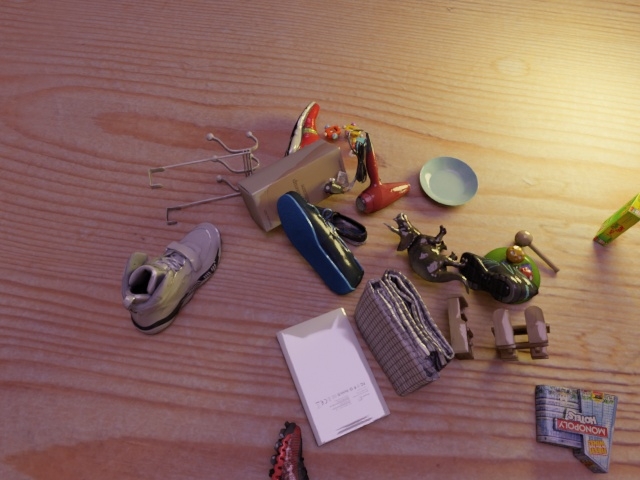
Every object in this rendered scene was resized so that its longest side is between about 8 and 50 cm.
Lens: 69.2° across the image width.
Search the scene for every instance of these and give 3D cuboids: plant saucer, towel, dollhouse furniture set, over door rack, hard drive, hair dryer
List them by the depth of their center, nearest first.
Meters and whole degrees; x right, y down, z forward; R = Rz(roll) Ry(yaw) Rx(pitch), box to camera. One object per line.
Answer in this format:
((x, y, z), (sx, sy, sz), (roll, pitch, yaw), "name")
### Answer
((0.213, 0.240, 1.204), (0.121, 0.235, 0.283), (-25, 67, -20), "towel")
((0.476, 0.223, 1.240), (0.242, 0.212, 0.161), (-10, 62, 23), "dollhouse furniture set")
((0.028, 0.355, 1.242), (0.203, 0.040, 0.307), (-19, 66, -12), "hard drive")
((-0.343, -0.197, 1.391), (0.324, 0.239, 0.108), (-24, 69, -15), "over door rack")
((0.170, -0.193, 1.441), (0.080, 0.294, 0.223), (38, 104, 54), "hair dryer")
((0.422, -0.191, 1.537), (0.195, 0.037, 0.194), (1, 62, -2), "plant saucer")

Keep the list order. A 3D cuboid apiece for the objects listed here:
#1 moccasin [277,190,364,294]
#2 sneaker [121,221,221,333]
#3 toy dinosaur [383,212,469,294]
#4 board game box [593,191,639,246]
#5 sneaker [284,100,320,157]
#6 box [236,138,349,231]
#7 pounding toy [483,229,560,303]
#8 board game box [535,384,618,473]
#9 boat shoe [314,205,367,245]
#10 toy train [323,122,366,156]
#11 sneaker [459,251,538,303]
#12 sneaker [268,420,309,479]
((0.000, 0.000, 1.361), (0.117, 0.138, 0.342), (-38, 99, -40), "moccasin")
((-0.401, 0.071, 1.269), (0.137, 0.210, 0.365), (27, 65, 10), "sneaker")
((0.324, 0.055, 1.368), (0.160, 0.121, 0.313), (-23, 61, -5), "toy dinosaur")
((0.920, -0.062, 1.415), (0.043, 0.181, 0.092), (38, 68, 15), "board game box")
((-0.041, -0.343, 1.575), (0.118, 0.107, 0.279), (21, 66, -13), "sneaker")
((-0.081, -0.174, 1.427), (0.311, 0.148, 0.121), (-32, 37, -16), "box")
((0.596, 0.071, 1.374), (0.237, 0.110, 0.183), (-34, 70, -17), "pounding toy")
((0.666, 0.486, 1.196), (0.194, 0.060, 0.194), (10, 62, 2), "board game box")
((0.042, -0.057, 1.430), (0.229, 0.076, 0.080), (29, 66, 11), "boat shoe")
((0.092, -0.342, 1.592), (0.125, 0.046, 0.166), (-31, 66, -21), "toy train")
((0.492, 0.106, 1.310), (0.106, 0.101, 0.267), (-1, 20, -19), "sneaker")
((-0.061, 0.578, 1.094), (0.135, 0.097, 0.276), (7, 65, 1), "sneaker")
